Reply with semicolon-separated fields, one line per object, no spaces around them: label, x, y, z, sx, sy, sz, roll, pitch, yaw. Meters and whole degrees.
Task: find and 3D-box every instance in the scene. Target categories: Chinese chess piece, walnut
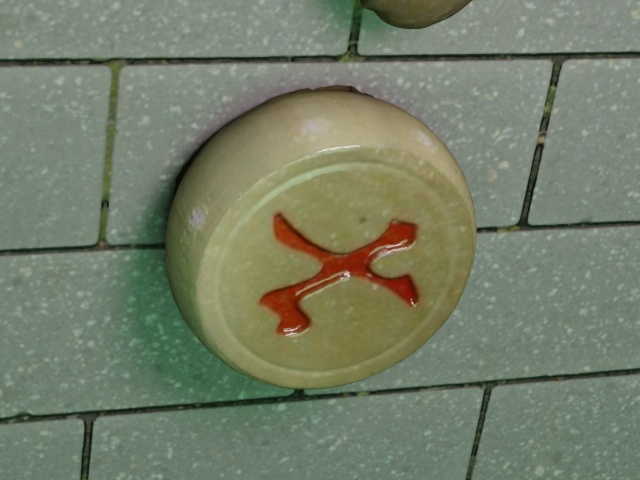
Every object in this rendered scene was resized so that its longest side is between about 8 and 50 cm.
Chinese chess piece;0.000;0.000;1.892;0.338;0.140;0.338;-9;123;-15
walnut;0.102;-0.288;1.750;0.162;0.140;0.140;-42;126;-5
